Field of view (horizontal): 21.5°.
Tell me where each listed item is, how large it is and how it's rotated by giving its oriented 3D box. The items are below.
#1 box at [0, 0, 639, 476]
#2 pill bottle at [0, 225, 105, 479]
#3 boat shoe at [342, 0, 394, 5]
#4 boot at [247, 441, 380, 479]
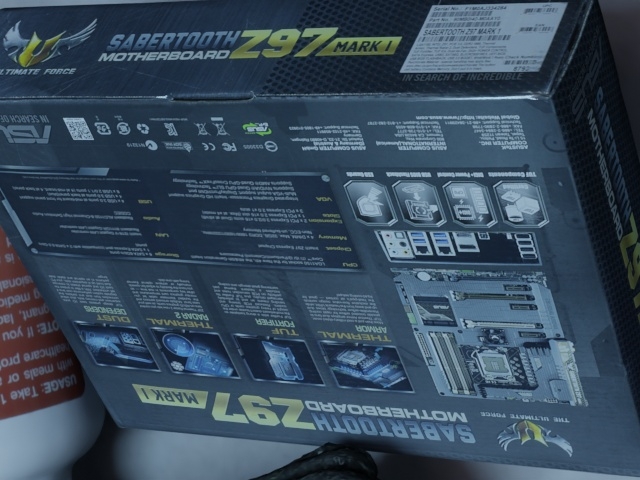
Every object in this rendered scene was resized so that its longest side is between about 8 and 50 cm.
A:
[{"bbox_3d":[0.000,0.000,0.605,0.232,0.059,0.183,2,135,27],"label":"box"},{"bbox_3d":[-0.159,0.037,0.707,0.121,0.121,0.216,-9,92,27],"label":"pill bottle"},{"bbox_3d":[0.008,-0.225,0.588,0.122,0.120,0.324,-18,89,27],"label":"boat shoe"},{"bbox_3d":[-0.072,0.242,0.686,0.260,0.131,0.348,-13,134,-6],"label":"boot"}]
